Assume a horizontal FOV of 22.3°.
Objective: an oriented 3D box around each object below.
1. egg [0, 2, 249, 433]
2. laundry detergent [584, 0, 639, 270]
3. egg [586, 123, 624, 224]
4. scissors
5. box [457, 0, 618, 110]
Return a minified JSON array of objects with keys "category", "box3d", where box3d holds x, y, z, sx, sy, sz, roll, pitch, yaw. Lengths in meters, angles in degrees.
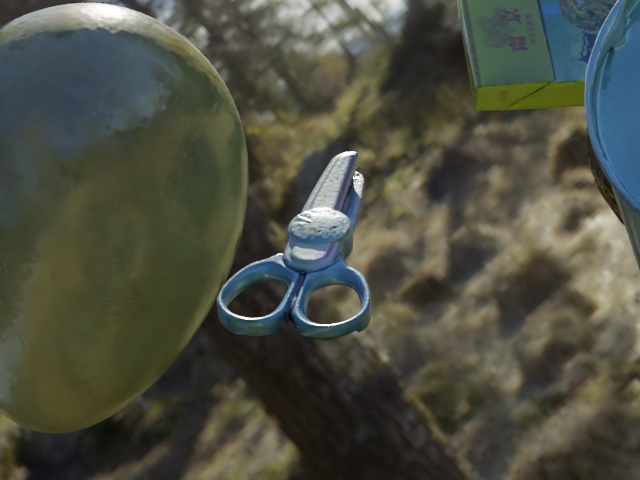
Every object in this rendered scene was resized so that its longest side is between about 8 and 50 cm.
[{"category":"egg","box3d":[-0.163,-0.011,1.086,0.218,0.218,0.295,-62,-13,-76]},{"category":"laundry detergent","box3d":[0.338,-0.021,1.044,0.287,0.287,0.305,-42,-37,-8]},{"category":"egg","box3d":[0.375,-0.091,1.483,0.238,0.238,0.289,-42,26,-6]},{"category":"scissors","box3d":[0.000,0.000,1.374,0.125,0.030,0.256,4,36,14]},{"category":"box","box3d":[0.330,-0.230,1.850,0.047,0.335,0.187,88,179,-49]}]
